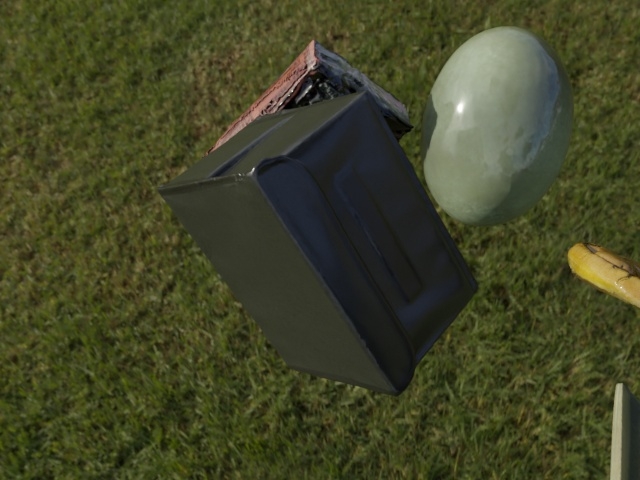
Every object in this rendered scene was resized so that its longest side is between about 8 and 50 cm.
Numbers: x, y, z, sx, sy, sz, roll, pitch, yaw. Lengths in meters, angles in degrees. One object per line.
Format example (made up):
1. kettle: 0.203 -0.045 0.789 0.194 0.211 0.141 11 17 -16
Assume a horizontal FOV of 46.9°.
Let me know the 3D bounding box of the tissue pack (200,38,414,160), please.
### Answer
1. tissue pack: -0.032 -0.176 1.318 0.332 0.245 0.123 -42 39 29

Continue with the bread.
1. bread: 0.199 0.031 0.439 0.110 0.110 0.024 31 101 25

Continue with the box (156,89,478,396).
1. box: -0.001 0.001 0.995 0.204 0.345 0.251 -45 25 -29

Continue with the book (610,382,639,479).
1. book: 0.455 0.359 0.913 0.322 0.018 0.228 46 39 -14

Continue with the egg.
1. egg: 0.309 -0.197 1.304 0.259 0.258 0.352 7 99 11
